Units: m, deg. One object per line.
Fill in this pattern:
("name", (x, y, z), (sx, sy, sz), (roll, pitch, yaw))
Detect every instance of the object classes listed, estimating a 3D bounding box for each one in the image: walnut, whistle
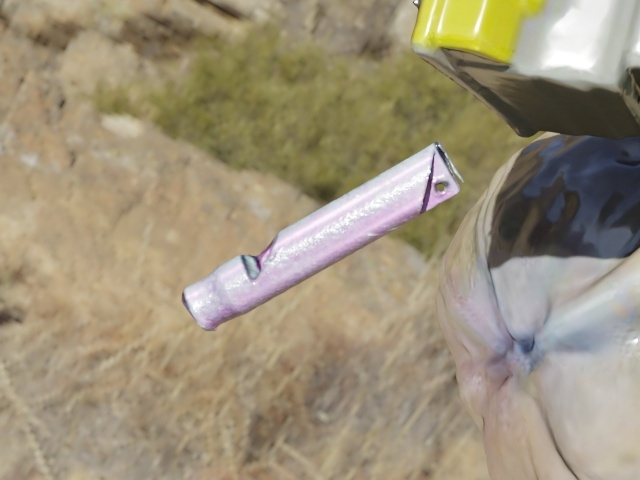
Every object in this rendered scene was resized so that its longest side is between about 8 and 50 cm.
("walnut", (0.190, 0.045, 0.908), (0.248, 0.248, 0.248), (24, 30, -15))
("whistle", (0.000, 0.000, 0.970), (0.033, 0.176, 0.033), (59, 7, -12))

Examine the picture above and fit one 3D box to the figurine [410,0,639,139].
("figurine", (0.210, -0.097, 0.634), (0.285, 0.167, 0.342), (14, 62, 31))
